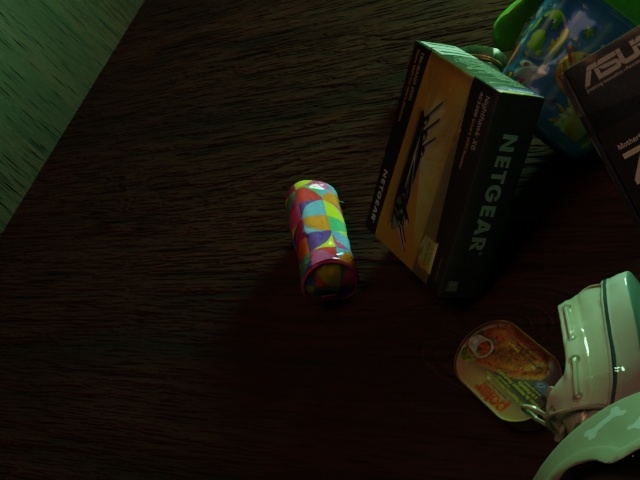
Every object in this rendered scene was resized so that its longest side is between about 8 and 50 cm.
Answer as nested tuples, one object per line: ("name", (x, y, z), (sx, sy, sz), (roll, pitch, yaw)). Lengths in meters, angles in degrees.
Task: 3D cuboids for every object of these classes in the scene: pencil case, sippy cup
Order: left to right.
("pencil case", (0.000, 0.000, 1.849), (0.104, 0.104, 0.236), (-33, 35, 16))
("sippy cup", (0.375, -0.247, 1.635), (0.224, 0.240, 0.305), (-52, 10, 7))

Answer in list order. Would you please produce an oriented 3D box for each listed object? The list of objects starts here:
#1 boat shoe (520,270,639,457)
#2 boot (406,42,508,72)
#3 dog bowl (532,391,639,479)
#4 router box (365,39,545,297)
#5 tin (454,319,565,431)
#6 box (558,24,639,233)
("boat shoe", (0.314, 0.194, 1.309), (0.156, 0.136, 0.367), (-24, 37, 26))
("boot", (0.208, -0.261, 1.927), (0.198, 0.077, 0.137), (4, 62, 48))
("dog bowl", (0.339, 0.283, 1.035), (0.348, 0.349, 0.102), (-38, 22, 9))
("router box", (0.185, -0.106, 1.643), (0.243, 0.081, 0.309), (46, 127, 55))
("tin", (0.248, 0.176, 1.476), (0.106, 0.040, 0.189), (-41, 35, -3))
("box", (0.512, -0.145, 1.249), (0.395, 0.097, 0.318), (-30, 73, 25))
